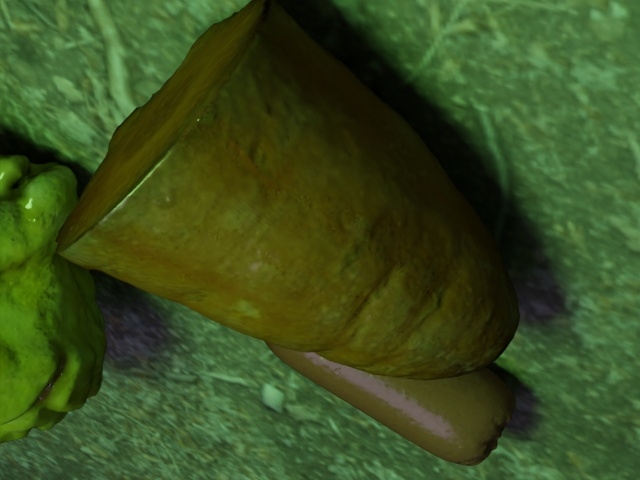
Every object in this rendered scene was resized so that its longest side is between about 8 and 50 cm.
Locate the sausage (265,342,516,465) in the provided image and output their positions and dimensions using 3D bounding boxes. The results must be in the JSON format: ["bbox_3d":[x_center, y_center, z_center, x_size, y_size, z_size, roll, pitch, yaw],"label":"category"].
[{"bbox_3d":[0.041,0.074,0.923,0.154,0.062,0.062,32,147,2],"label":"sausage"}]

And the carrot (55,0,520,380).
[{"bbox_3d":[0.000,0.000,0.794,0.225,0.159,0.159,37,148,-21],"label":"carrot"}]

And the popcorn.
[{"bbox_3d":[-0.228,0.019,1.008,0.200,0.226,0.203,18,120,-43],"label":"popcorn"}]
